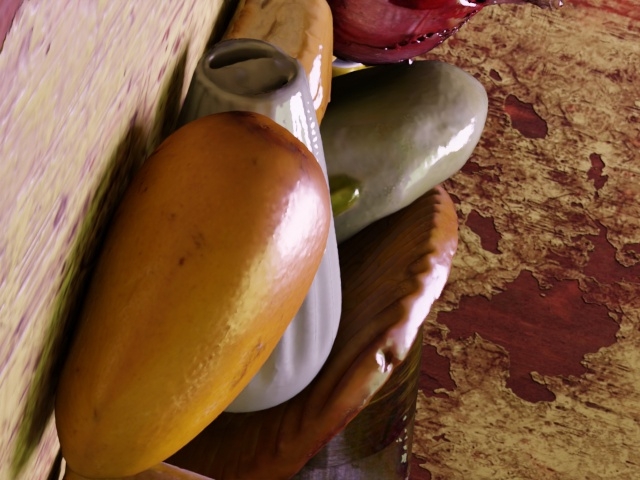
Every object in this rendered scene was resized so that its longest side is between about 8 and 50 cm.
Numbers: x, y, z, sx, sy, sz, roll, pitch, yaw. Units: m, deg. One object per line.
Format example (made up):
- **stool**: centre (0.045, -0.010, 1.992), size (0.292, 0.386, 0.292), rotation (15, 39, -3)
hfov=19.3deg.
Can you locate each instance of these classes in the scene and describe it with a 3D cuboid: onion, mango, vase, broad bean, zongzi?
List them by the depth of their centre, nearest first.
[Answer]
- **mango**: centre (-0.075, 0.031, 1.013), size (0.219, 0.112, 0.145), rotation (-59, 173, -15)
- **vase**: centre (-0.047, -0.010, 1.162), size (0.128, 0.128, 0.248), rotation (-70, 169, -47)
- **onion**: centre (0.081, -0.229, 1.298), size (0.252, 0.219, 0.252), rotation (-62, 175, -10)
- **broad bean**: centre (0.018, -0.064, 1.327), size (0.228, 0.169, 0.100), rotation (-44, 124, -34)
- **zongzi**: centre (0.000, 0.000, 2.016), size (0.432, 0.208, 0.403), rotation (-96, -174, -47)

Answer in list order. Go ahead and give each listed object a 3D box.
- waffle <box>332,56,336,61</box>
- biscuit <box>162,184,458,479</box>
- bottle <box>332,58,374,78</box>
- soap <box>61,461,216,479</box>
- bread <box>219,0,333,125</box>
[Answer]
- **waffle**: centre (0.037, -0.305, 1.670), size (0.221, 0.055, 0.248), rotation (105, 3, -46)
- **biscuit**: centre (-0.026, 0.070, 1.363), size (0.318, 0.040, 0.318), rotation (-41, -158, 20)
- **bottle**: centre (0.013, -0.151, 1.946), size (0.286, 0.082, 0.082), rotation (101, 7, -69)
- **soap**: centre (-0.056, 0.277, 1.090), size (0.143, 0.281, 0.259), rotation (96, 12, -68)
- **bread**: centre (-0.030, -0.107, 1.225), size (0.106, 0.082, 0.125), rotation (113, -1, -60)
